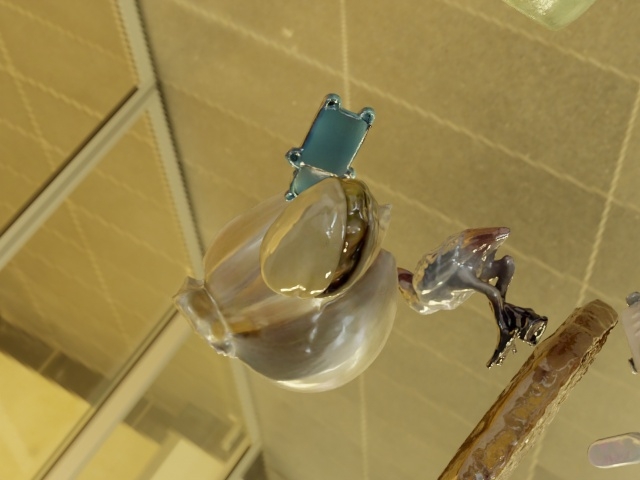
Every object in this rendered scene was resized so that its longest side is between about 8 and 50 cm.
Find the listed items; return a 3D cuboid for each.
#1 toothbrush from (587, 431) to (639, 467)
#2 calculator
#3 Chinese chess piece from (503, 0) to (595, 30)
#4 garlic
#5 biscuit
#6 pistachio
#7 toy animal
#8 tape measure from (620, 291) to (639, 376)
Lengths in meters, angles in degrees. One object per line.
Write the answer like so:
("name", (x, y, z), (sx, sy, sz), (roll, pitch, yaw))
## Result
("toothbrush", (0.291, 0.107, 0.671), (0.029, 0.024, 0.354), (3, 161, -30))
("calculator", (0.008, -0.101, 1.303), (0.094, 0.141, 0.019), (18, -161, -26))
("Chinese chess piece", (0.138, -0.283, 0.949), (0.250, 0.101, 0.250), (31, -162, -11))
("garlic", (-0.027, 0.076, 1.545), (0.279, 0.325, 0.132), (63, -168, -7))
("biscuit", (0.155, 0.203, 1.020), (0.046, 0.359, 0.359), (37, 155, 17))
("pistachio", (0.000, 0.000, 1.098), (0.113, 0.113, 0.149), (37, 118, 1))
("toy animal", (0.179, 0.062, 1.604), (0.090, 0.195, 0.324), (0, -170, -43))
("tape measure", (0.491, 0.195, 1.484), (0.120, 0.236, 0.197), (-30, 112, 18))
